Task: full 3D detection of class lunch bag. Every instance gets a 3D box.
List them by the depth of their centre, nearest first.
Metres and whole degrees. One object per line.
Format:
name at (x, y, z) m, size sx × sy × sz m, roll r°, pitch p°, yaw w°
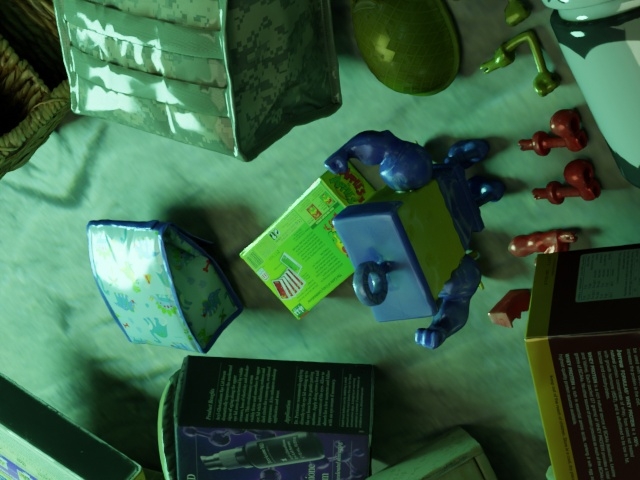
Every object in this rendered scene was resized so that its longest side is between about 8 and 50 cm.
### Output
lunch bag at (-0.119, -0.242, 1.581) m, size 0.235 × 0.169 × 0.287 m, roll 18°, pitch 125°, yaw 36°
lunch bag at (-0.176, 0.038, 1.922) m, size 0.129 × 0.096 × 0.151 m, roll 2°, pitch 133°, yaw 42°

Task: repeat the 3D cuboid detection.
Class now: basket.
basket at (-0.410, -0.203, 1.837) m, size 0.299 × 0.213 × 0.223 m, roll 48°, pitch 142°, yaw -1°

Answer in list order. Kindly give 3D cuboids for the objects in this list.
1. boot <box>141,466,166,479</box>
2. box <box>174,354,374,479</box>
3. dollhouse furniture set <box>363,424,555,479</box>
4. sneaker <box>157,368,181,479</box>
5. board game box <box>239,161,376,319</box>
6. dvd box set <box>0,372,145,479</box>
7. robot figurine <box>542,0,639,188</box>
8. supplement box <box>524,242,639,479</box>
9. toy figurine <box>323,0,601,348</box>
boot at (-0.230, 0.362, 2.280) m, size 0.248 × 0.090 × 0.207 m, roll 35°, pitch 152°, yaw 13°
box at (-0.048, 0.214, 1.875) m, size 0.207 × 0.108 × 0.153 m, roll 1°, pitch 131°, yaw 2°
dollhouse furniture set at (0.179, 0.374, 1.675) m, size 0.256 × 0.362 × 0.394 m, roll 63°, pitch 172°, yaw -17°
sneaker at (-0.109, 0.326, 2.085) m, size 0.182 × 0.158 × 0.410 m, roll 12°, pitch 127°, yaw 58°
board game box at (0.000, 0.000, 1.769) m, size 0.092 × 0.043 × 0.181 m, roll 47°, pitch 142°, yaw -1°
dvd box set at (-0.313, 0.360, 2.227) m, size 0.308 × 0.062 × 0.420 m, roll 28°, pitch 145°, yaw 31°
robot figurine at (0.266, -0.144, 1.298) m, size 0.209 × 0.173 × 0.278 m, roll -18°, pitch 111°, yaw 29°
supplement box at (0.287, 0.113, 1.481) m, size 0.194 × 0.129 × 0.191 m, roll -6°, pitch 121°, yaw 17°
toy figurine at (0.098, -0.035, 1.513) m, size 0.191 × 0.217 × 0.362 m, roll 0°, pitch 123°, yaw 42°
